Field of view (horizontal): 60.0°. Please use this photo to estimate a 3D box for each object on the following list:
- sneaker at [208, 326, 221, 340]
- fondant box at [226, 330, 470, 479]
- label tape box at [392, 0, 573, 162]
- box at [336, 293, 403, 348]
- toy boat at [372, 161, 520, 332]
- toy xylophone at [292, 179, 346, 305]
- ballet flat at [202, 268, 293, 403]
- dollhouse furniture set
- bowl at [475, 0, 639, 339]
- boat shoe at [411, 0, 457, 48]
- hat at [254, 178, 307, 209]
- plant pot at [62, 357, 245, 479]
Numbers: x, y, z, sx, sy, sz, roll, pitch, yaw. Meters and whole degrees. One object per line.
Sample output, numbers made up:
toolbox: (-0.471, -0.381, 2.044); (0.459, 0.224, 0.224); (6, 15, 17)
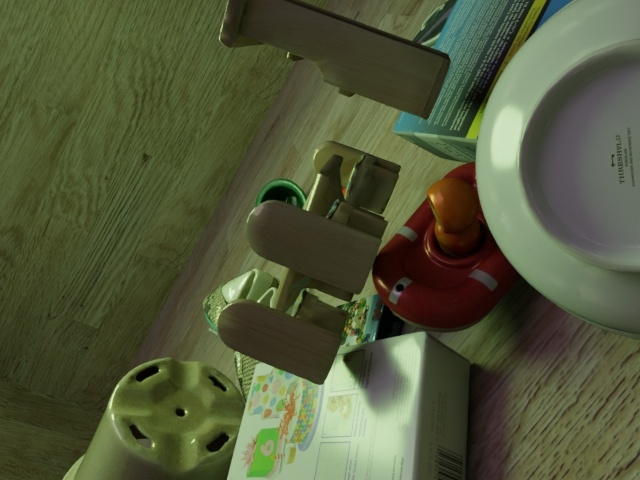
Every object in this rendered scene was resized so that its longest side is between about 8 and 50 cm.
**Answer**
sneaker: (-0.205, 0.220, 1.382); (0.262, 0.121, 0.099); (-31, 38, 55)
fondant box: (0.021, 0.265, 0.701); (0.330, 0.096, 0.238); (-20, 46, 42)
label tape box: (0.264, -0.233, 0.780); (0.249, 0.115, 0.347); (-64, 22, 5)
box: (0.052, 0.206, 0.873); (0.159, 0.044, 0.233); (-28, 41, 57)
toy boat: (0.153, -0.012, 0.628); (0.151, 0.151, 0.231); (33, 77, 38)
toy xylophone: (0.000, 0.000, 1.190); (0.323, 0.081, 0.236); (-94, 27, -52)
ballet flat: (-0.118, 0.167, 1.116); (0.483, 0.163, 0.182); (46, 122, 59)
dollhouse furniture set: (-0.023, -0.095, 0.747); (0.362, 0.256, 0.394); (-61, -8, -66)
bowl: (0.229, -0.056, 0.387); (0.297, 0.134, 0.298); (7, 102, 38)
boat shoe: (0.235, -0.368, 1.025); (0.302, 0.114, 0.091); (-32, 37, 36)
hat: (-0.067, -0.082, 1.547); (0.208, 0.183, 0.173); (32, 107, 28)
plant pot: (-0.270, 0.385, 0.961); (0.334, 0.333, 0.306); (-97, 27, -56)
